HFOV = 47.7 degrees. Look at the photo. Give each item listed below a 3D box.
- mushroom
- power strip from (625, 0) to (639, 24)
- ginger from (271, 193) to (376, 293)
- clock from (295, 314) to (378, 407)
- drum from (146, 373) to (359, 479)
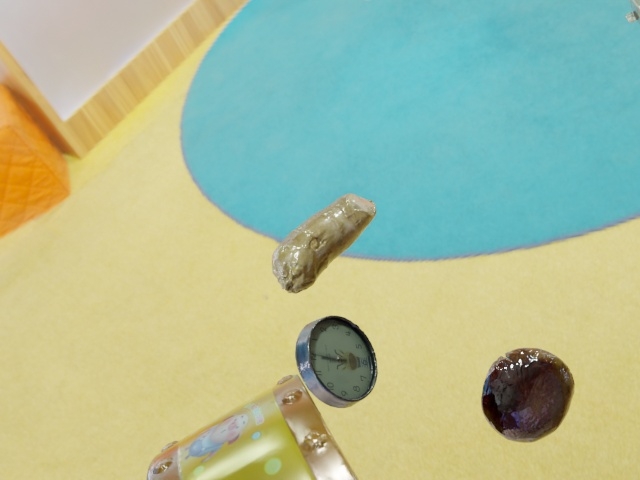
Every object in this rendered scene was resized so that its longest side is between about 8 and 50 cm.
[{"bbox_3d":[0.262,0.196,0.910,0.123,0.123,0.052,-27,9,1],"label":"mushroom"},{"bbox_3d":[0.515,-0.349,1.000,0.175,0.042,0.075,-21,40,17],"label":"power strip"},{"bbox_3d":[0.002,0.001,0.979,0.190,0.068,0.095,-44,26,-28],"label":"ginger"},{"bbox_3d":[0.035,0.234,1.416,0.040,0.185,0.184,-36,30,41],"label":"clock"},{"bbox_3d":[-0.014,0.392,0.883,0.214,0.431,0.431,-31,41,-8],"label":"drum"}]
